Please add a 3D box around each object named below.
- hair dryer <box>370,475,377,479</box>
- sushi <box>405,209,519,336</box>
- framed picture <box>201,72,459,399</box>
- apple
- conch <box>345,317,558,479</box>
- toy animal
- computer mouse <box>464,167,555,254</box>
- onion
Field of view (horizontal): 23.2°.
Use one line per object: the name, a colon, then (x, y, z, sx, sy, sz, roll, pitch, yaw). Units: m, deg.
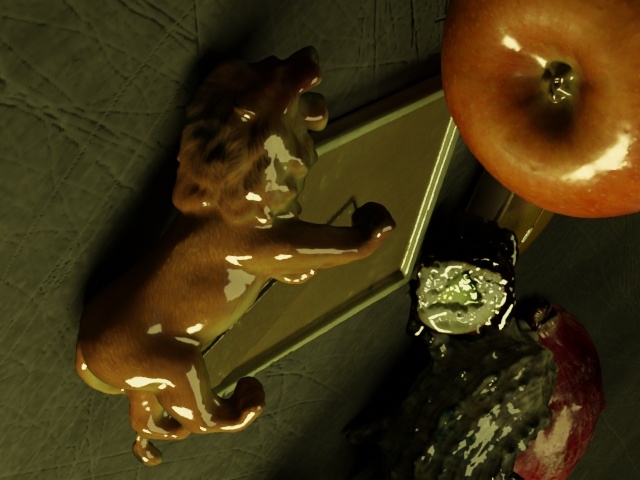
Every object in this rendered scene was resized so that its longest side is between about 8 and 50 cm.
hair dryer: (0.113, 0.259, 1.716, 0.199, 0.067, 0.167, -61, 151, -10)
sushi: (0.126, 0.034, 1.371, 0.084, 0.094, 0.098, -78, 178, -52)
framed picture: (0.000, 0.000, 1.208, 0.315, 0.024, 0.232, -29, 145, -44)
apple: (0.207, -0.144, 1.120, 0.206, 0.251, 0.272, -23, 154, -39)
conch: (0.151, 0.202, 1.582, 0.241, 0.186, 0.313, -41, 131, -45)
toy animal: (-0.074, 0.016, 1.008, 0.157, 0.097, 0.312, 33, 101, -26)
computer mouse: (0.186, -0.049, 1.436, 0.126, 0.056, 0.245, -15, 136, -53)
onion: (0.256, 0.189, 1.770, 0.227, 0.120, 0.283, -49, 154, -42)
